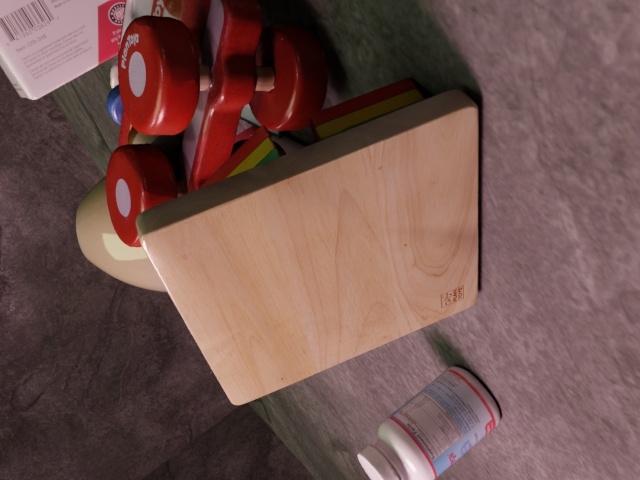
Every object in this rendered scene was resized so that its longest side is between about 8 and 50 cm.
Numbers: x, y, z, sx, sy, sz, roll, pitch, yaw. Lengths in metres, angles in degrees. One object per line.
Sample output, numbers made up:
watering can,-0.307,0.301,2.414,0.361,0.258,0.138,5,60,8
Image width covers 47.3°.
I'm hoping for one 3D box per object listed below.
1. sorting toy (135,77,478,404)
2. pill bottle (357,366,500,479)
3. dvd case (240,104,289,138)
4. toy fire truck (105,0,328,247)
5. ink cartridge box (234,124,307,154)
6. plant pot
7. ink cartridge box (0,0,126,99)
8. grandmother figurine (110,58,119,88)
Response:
sorting toy,0.000,0.000,0.627,0.257,0.255,0.089,75,170,-50
pill bottle,0.125,0.227,0.856,0.087,0.160,0.087,49,163,20
dvd case,-0.129,-0.252,0.876,0.180,0.022,0.253,33,153,52
toy fire truck,-0.143,-0.142,0.745,0.254,0.169,0.302,50,135,38
ink cartridge box,-0.025,-0.022,0.895,0.237,0.100,0.172,36,155,48
plant pot,-0.370,-0.030,1.458,0.284,0.191,0.284,-6,-90,-84
ink cartridge box,-0.395,-0.381,1.012,0.131,0.226,0.306,21,142,60
grandmother figurine,-0.240,-0.203,1.104,0.342,0.104,0.208,51,122,49
